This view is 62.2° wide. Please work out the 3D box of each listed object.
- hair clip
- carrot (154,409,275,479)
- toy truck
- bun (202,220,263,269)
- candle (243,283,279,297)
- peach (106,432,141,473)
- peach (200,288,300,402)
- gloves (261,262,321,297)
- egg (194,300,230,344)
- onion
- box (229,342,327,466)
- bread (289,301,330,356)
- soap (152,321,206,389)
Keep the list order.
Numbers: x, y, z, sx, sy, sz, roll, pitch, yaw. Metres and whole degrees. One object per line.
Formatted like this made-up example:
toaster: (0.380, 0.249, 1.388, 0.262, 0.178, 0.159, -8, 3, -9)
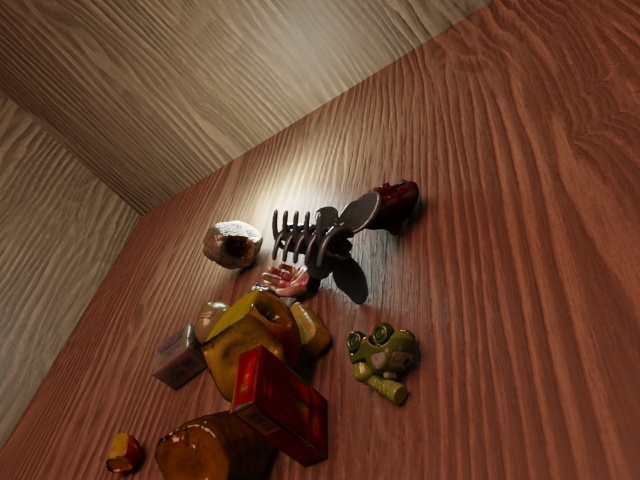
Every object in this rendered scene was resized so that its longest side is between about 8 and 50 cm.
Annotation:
hair clip: (0.000, 0.000, 1.832, 0.319, 0.239, 0.391, 9, 90, 48)
carrot: (-0.283, 0.617, 1.545, 0.242, 0.341, 0.241, -4, 83, 31)
toy truck: (0.166, 0.341, 1.486, 0.187, 0.148, 0.210, -6, 70, 44)
bun: (-0.420, 0.031, 2.512, 0.281, 0.282, 0.204, -110, 36, -59)
candle: (-0.282, 0.327, 1.979, 0.330, 0.187, 0.187, -44, 28, 14)
peach: (-0.726, 0.790, 1.975, 0.151, 0.119, 0.151, -170, 90, -79)
peach: (-0.217, 0.357, 1.757, 0.380, 0.306, 0.242, -43, 4, 26)
gloves: (-0.122, 0.167, 2.080, 0.241, 0.126, 0.145, -9, 71, 40)
egg: (-0.437, 0.342, 2.180, 0.164, 0.164, 0.201, -20, 40, 35)
onion: (0.249, -0.113, 1.972, 0.272, 0.195, 0.272, -21, 3, 1)
box: (-0.103, 0.455, 1.460, 0.089, 0.313, 0.197, -31, 31, 20)
bread: (-0.044, 0.306, 1.827, 0.102, 0.094, 0.245, -52, 28, 2)
soap: (-0.574, 0.476, 2.189, 0.199, 0.138, 0.182, -37, 30, 8)
